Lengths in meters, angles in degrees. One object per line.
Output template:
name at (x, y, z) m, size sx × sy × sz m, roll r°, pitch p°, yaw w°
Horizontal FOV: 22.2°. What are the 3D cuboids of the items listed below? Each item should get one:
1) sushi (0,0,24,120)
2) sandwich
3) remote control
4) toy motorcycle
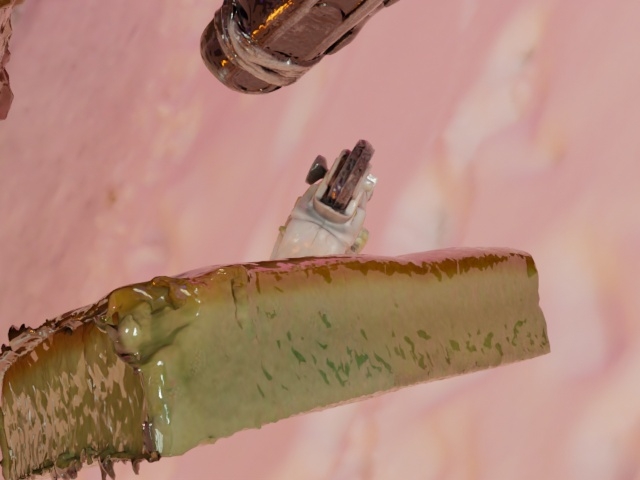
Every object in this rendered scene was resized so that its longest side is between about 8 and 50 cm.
sushi at (-0.209, -0.080, 0.606) m, size 0.270 × 0.170 × 0.237 m, roll -62°, pitch -6°, yaw -82°
sandwich at (-0.003, 0.037, 0.609) m, size 0.245 × 0.212 × 0.063 m, roll 157°, pitch 100°, yaw -67°
remote control at (0.004, -0.167, 1.088) m, size 0.266 × 0.090 × 0.066 m, roll -39°, pitch 29°, yaw 43°
toy motorcycle at (0.000, 0.000, 1.383) m, size 0.151 × 0.074 × 0.229 m, roll -63°, pitch -1°, yaw -16°
